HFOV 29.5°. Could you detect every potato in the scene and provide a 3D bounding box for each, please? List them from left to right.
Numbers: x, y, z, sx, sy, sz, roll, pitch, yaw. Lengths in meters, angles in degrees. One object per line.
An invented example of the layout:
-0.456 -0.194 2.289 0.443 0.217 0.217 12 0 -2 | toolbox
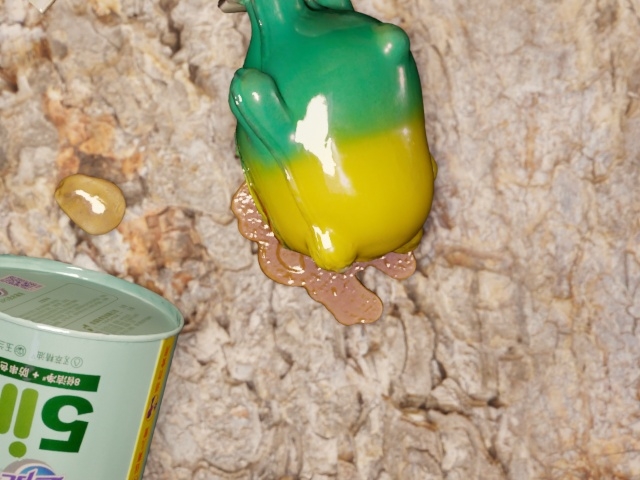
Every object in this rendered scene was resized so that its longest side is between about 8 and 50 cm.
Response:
-0.280 -0.046 1.478 0.083 0.062 0.068 33 69 -28 | potato

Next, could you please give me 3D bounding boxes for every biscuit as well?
-0.003 0.002 1.500 0.236 0.040 0.144 35 91 -4 | biscuit

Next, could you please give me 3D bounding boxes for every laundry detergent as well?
-0.330 0.202 1.411 0.287 0.287 0.305 15 100 -3 | laundry detergent

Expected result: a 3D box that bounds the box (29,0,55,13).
-0.297 -0.389 1.429 0.122 0.032 0.220 44 99 -6 | box

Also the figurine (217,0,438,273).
0.018 -0.135 1.364 0.232 0.324 0.340 -15 92 37 | figurine
